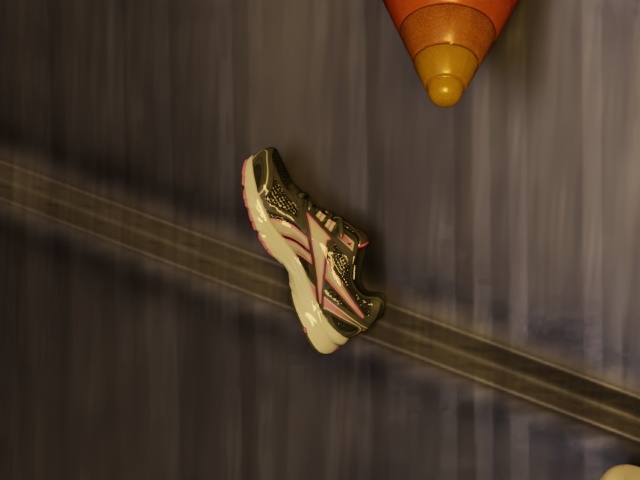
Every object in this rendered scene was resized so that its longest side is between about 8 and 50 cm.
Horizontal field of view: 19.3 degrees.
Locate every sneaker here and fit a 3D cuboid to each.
[{"bbox_3d":[0.000,0.000,1.572,0.077,0.072,0.178,-25,93,14],"label":"sneaker"}]

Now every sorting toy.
[{"bbox_3d":[0.171,-0.201,1.353,0.365,0.127,0.126,-31,44,46],"label":"sorting toy"}]

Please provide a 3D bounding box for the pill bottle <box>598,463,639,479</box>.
[{"bbox_3d":[0.209,0.291,1.468,0.121,0.121,0.221,42,111,16],"label":"pill bottle"}]
